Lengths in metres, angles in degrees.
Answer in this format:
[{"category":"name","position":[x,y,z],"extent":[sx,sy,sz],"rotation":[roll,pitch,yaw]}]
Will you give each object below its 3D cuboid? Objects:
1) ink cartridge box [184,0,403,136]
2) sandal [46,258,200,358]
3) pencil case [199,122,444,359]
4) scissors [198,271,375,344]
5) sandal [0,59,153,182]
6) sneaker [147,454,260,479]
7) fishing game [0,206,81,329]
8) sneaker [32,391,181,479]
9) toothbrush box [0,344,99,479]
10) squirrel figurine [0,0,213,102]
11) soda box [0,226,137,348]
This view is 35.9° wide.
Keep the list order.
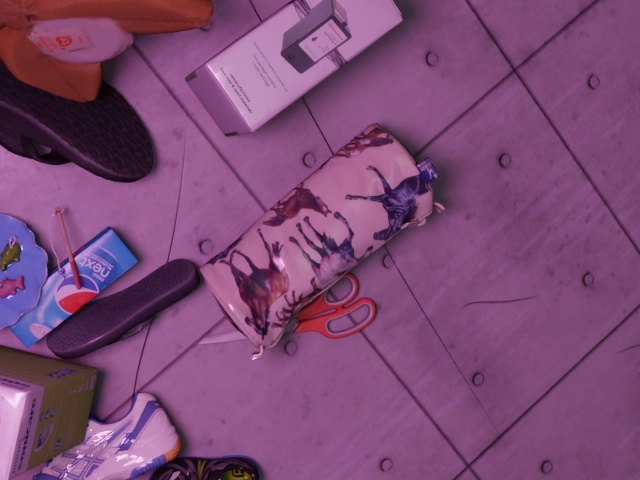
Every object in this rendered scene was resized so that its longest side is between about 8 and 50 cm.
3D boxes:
[{"category":"ink cartridge box","position":[-0.045,-0.290,1.505],"extent":[0.289,0.211,0.121],"rotation":[-38,102,-11]},{"category":"sandal","position":[-0.298,0.118,1.530],"extent":[0.254,0.097,0.054],"rotation":[-27,128,-12]},{"category":"pencil case","position":[0.000,0.000,1.566],"extent":[0.410,0.160,0.183],"rotation":[-40,79,-10]},{"category":"scissors","position":[-0.048,0.148,1.639],"extent":[0.297,0.021,0.109],"rotation":[-26,103,-14]},{"category":"sandal","position":[-0.443,-0.204,1.425],"extent":[0.446,0.107,0.167],"rotation":[27,48,-34]},{"category":"sneaker","position":[-0.188,0.385,1.588],"extent":[0.188,0.078,0.067],"rotation":[-4,95,-16]},{"category":"fishing game","position":[-0.494,0.041,1.451],"extent":[0.264,0.041,0.189],"rotation":[-17,73,-4]},{"category":"sneaker","position":[-0.371,0.337,1.531],"extent":[0.296,0.112,0.131],"rotation":[-24,84,-15]},{"category":"toothbrush box","position":[-0.456,0.224,1.360],"extent":[0.206,0.283,0.122],"rotation":[12,89,5]},{"category":"squirrel figurine","position":[-0.379,-0.434,1.317],"extent":[0.397,0.281,0.370],"rotation":[11,62,-42]},{"category":"soda box","position":[-0.384,0.069,1.506],"extent":[0.210,0.071,0.067],"rotation":[-40,104,-10]}]
